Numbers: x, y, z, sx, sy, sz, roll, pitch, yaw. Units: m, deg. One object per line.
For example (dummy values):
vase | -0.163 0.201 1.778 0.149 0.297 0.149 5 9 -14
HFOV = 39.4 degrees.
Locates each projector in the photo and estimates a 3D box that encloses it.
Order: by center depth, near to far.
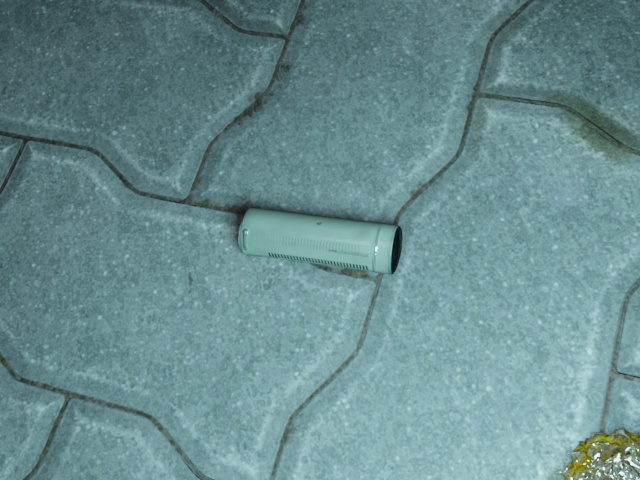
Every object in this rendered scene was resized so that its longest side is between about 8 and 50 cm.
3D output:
projector | 0.000 0.000 1.898 0.338 0.108 0.108 8 66 16

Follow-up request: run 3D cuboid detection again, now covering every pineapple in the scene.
pineapple | 0.535 0.427 1.584 0.225 0.076 0.224 -6 62 12
